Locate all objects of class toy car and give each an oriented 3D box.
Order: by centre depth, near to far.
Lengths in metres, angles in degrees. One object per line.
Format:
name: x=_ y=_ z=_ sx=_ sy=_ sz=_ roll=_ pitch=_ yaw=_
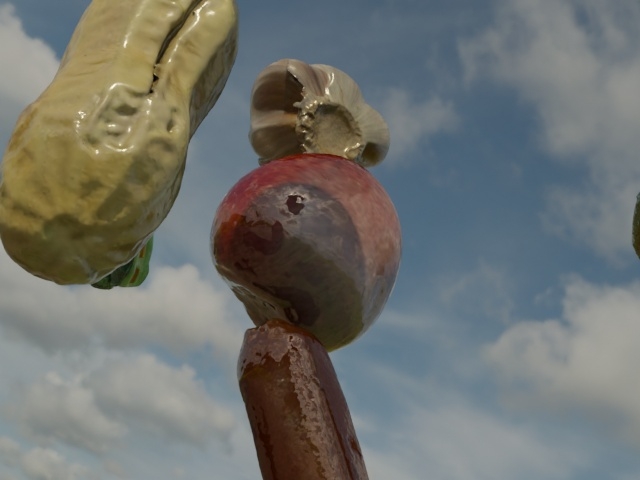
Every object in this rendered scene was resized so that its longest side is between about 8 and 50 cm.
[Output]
toy car: x=-0.197 y=-0.018 z=0.822 sx=0.058 sy=0.093 sz=0.186 roll=1 pitch=14 yaw=-38

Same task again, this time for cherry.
cherry: x=-0.002 y=0.004 z=1.081 sx=0.239 sy=0.239 sz=0.206 roll=34 pitch=-8 yaw=-16

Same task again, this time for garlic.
garlic: x=-0.018 y=-0.111 z=1.273 sx=0.207 sy=0.257 sz=0.207 roll=18 pitch=13 yaw=-4

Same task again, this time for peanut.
peanut: x=-0.145 y=-0.100 z=0.694 sx=0.130 sy=0.290 sz=0.130 roll=12 pitch=-32 yaw=8

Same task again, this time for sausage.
sausage: x=-0.002 y=0.238 z=0.904 sx=0.097 sy=0.348 sz=0.094 roll=-31 pitch=-28 yaw=26

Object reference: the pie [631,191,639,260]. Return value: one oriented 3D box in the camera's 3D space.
pie: x=0.580 y=0.030 z=1.190 sx=0.371 sy=0.078 sz=0.296 roll=45 pitch=-39 yaw=7
